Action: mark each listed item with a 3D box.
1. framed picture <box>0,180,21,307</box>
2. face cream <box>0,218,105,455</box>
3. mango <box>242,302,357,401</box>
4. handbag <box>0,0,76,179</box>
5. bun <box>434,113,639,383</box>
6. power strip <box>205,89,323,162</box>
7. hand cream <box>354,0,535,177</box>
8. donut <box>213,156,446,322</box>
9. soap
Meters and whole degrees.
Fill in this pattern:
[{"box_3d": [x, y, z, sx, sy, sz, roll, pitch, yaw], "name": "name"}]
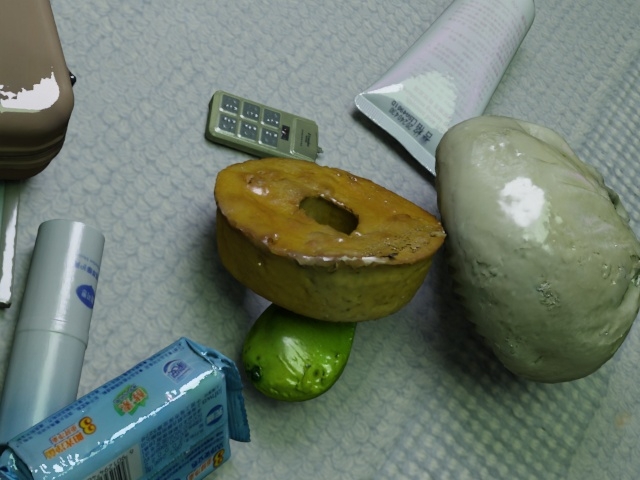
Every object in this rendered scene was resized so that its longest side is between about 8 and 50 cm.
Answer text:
[{"box_3d": [-0.446, -0.084, 1.061, 0.232, 0.024, 0.315, 8, 63, -25], "name": "framed picture"}, {"box_3d": [-0.286, 0.104, 1.026, 0.077, 0.077, 0.250, 15, 62, -22], "name": "face cream"}, {"box_3d": [-0.020, 0.120, 1.150, 0.119, 0.100, 0.178, 38, 48, 5], "name": "mango"}, {"box_3d": [-0.425, -0.213, 1.037, 0.283, 0.149, 0.301, -7, 71, -29], "name": "handbag"}, {"box_3d": [0.277, 0.001, 1.232, 0.326, 0.235, 0.362, -2, 70, -68], "name": "bun"}, {"box_3d": [-0.069, -0.145, 1.293, 0.169, 0.028, 0.076, 16, 60, -22], "name": "power strip"}, {"box_3d": [0.205, -0.261, 1.463, 0.185, 0.118, 0.358, 42, 62, -10], "name": "hand cream"}, {"box_3d": [0.002, 0.001, 1.148, 0.278, 0.108, 0.277, 11, 23, -5], "name": "donut"}, {"box_3d": [-0.200, 0.219, 0.974, 0.077, 0.156, 0.293, 29, 44, 34], "name": "soap"}]
